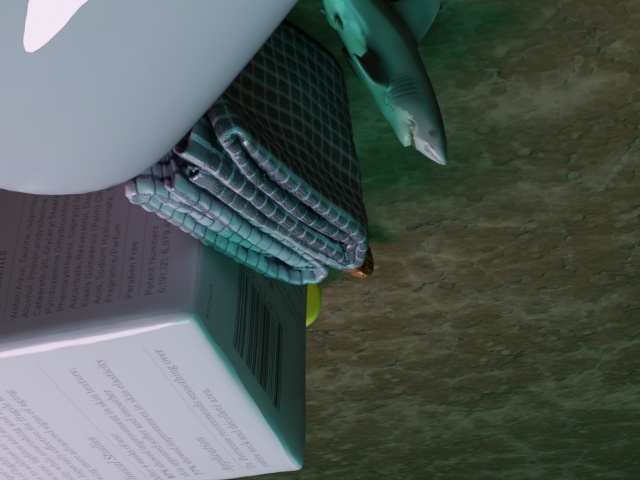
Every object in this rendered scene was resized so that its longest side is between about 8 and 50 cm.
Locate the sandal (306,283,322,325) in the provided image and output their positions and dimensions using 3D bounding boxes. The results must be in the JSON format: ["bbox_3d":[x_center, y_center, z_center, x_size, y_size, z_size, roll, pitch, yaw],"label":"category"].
[{"bbox_3d":[-0.162,0.106,1.705,0.317,0.126,0.138,3,156,-7],"label":"sandal"}]

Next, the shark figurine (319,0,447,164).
[{"bbox_3d":[0.060,-0.221,1.164,0.116,0.166,0.278,-32,130,1],"label":"shark figurine"}]

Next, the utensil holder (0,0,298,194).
[{"bbox_3d":[-0.147,-0.244,0.829,0.327,0.327,0.385,11,150,-24],"label":"utensil holder"}]

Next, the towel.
[{"bbox_3d":[-0.063,-0.111,1.181,0.121,0.235,0.284,-22,147,26],"label":"towel"}]

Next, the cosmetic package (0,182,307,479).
[{"bbox_3d":[-0.248,0.067,1.355,0.394,0.327,0.329,-10,142,14],"label":"cosmetic package"}]

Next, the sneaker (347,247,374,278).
[{"bbox_3d":[0.000,0.000,1.586,0.175,0.064,0.067,32,141,-32],"label":"sneaker"}]
